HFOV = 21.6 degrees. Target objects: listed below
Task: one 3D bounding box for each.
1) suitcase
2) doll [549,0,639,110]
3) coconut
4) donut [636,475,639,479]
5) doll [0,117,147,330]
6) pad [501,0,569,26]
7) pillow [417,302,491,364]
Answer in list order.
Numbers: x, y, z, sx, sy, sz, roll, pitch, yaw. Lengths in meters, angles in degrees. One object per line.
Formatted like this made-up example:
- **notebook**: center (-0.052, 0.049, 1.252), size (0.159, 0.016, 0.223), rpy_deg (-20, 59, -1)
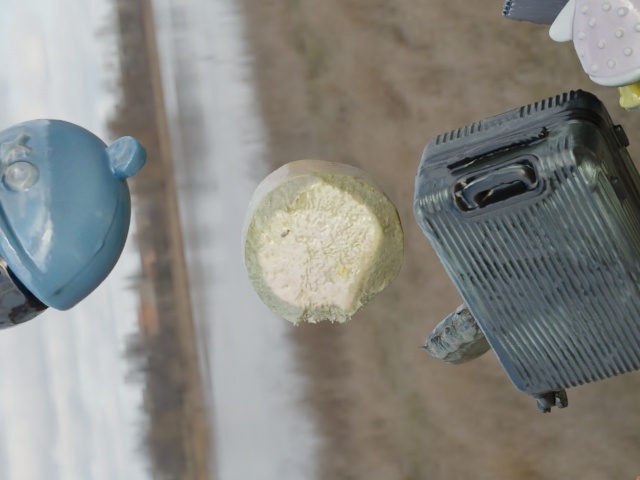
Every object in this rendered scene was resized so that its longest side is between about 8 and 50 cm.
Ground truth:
- **suitcase**: center (0.231, 0.014, 1.618), size (0.312, 0.202, 0.128), rpy_deg (56, -151, -30)
- **doll**: center (0.235, -0.198, 1.358), size (0.081, 0.129, 0.207), rpy_deg (-44, -63, -43)
- **coconut**: center (0.000, 0.000, 1.183), size (0.122, 0.116, 0.116), rpy_deg (-87, -10, -81)
- **donut**: center (0.216, 0.193, 1.003), size (0.166, 0.065, 0.108), rpy_deg (-20, -72, -50)
- **doll**: center (-0.274, 0.004, 1.363), size (0.141, 0.314, 0.177), rpy_deg (50, -167, -48)
- **pad**: center (0.307, -0.217, 1.555), size (0.269, 0.270, 0.012), rpy_deg (64, -143, -83)
- **pillow**: center (0.180, 0.101, 1.994), size (0.241, 0.093, 0.051), rpy_deg (130, 133, -60)
